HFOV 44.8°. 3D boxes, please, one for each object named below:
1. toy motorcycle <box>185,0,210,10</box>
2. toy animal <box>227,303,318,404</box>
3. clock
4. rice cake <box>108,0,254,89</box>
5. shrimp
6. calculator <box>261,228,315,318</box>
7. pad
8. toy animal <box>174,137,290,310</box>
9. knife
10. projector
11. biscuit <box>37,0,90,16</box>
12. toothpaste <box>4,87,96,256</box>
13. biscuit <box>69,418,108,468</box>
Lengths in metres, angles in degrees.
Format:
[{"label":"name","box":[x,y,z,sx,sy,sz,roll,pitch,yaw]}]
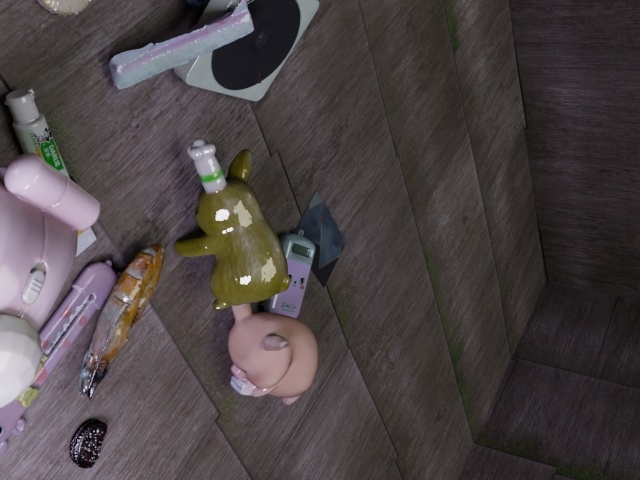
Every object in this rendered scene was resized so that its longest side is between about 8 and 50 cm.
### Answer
[{"label":"toy motorcycle","box":[-0.194,-0.587,1.511,0.239,0.108,0.204,-55,141,-33]},{"label":"toy animal","box":[-0.125,0.266,1.821,0.213,0.195,0.256,-55,147,8]},{"label":"clock","box":[-0.486,0.057,1.039,0.184,0.342,0.325,46,52,-47]},{"label":"rice cake","box":[-0.252,-0.364,1.416,0.290,0.051,0.081,-28,147,-12]},{"label":"shrimp","box":[-0.372,0.150,1.471,0.164,0.062,0.316,82,30,-73]},{"label":"calculator","box":[-0.079,0.089,1.950,0.141,0.045,0.246,23,80,-58]},{"label":"pad","box":[0.000,0.000,2.092,0.163,0.004,0.243,-63,144,-25]},{"label":"toy animal","box":[-0.197,-0.039,1.636,0.181,0.180,0.362,-37,107,-56]},{"label":"knife","box":[-0.476,0.193,1.360,0.398,0.038,0.132,-61,146,-29]},{"label":"projector","box":[-0.151,-0.421,1.580,0.259,0.079,0.257,-55,155,19]},{"label":"biscuit","box":[-0.423,-0.445,1.272,0.152,0.020,0.152,-24,119,-54]},{"label":"toothpaste","box":[-0.453,-0.104,1.305,0.058,0.056,0.314,-18,127,-10]},{"label":"biscuit","box":[-0.441,0.388,1.484,0.089,0.027,0.087,-47,135,-41]}]
